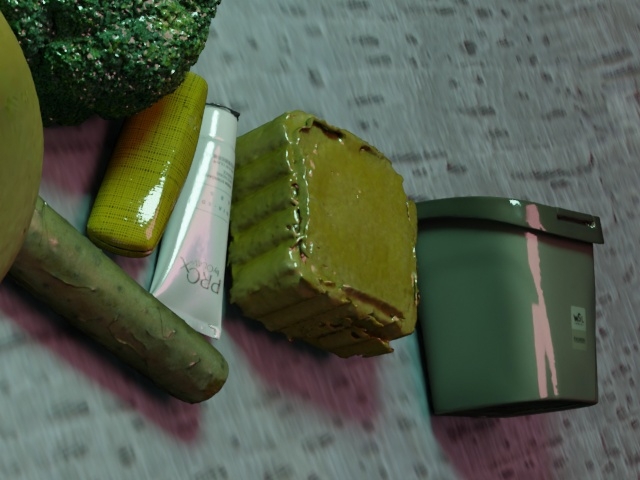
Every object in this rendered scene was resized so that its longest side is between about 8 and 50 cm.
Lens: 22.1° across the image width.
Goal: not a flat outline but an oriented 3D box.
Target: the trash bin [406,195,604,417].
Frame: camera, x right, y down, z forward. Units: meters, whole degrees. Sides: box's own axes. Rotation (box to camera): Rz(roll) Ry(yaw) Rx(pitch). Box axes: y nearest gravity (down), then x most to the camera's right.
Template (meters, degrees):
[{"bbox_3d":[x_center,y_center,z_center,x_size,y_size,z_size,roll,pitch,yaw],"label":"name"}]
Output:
[{"bbox_3d":[0.221,0.080,1.963,0.220,0.219,0.250,9,73,-49],"label":"trash bin"}]

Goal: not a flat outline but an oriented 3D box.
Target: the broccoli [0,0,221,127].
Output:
[{"bbox_3d":[-0.218,-0.233,1.540,0.241,0.261,0.269,37,25,21],"label":"broccoli"}]

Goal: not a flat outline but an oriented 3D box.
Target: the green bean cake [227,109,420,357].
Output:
[{"bbox_3d":[0.000,0.000,1.766,0.224,0.131,0.229,29,49,-46],"label":"green bean cake"}]

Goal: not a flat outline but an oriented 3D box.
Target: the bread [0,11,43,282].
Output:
[{"bbox_3d":[-0.375,-0.053,1.174,0.376,0.253,0.348,-38,121,-51],"label":"bread"}]

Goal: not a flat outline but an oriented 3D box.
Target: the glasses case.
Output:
[{"bbox_3d":[-0.168,-0.081,1.629,0.079,0.064,0.234,18,53,-5],"label":"glasses case"}]

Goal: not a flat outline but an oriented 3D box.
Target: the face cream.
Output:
[{"bbox_3d":[-0.126,-0.024,1.678,0.092,0.058,0.243,24,59,-34],"label":"face cream"}]

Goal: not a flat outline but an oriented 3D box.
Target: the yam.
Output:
[{"bbox_3d":[-0.223,0.032,1.498,0.371,0.083,0.083,43,43,-31],"label":"yam"}]
